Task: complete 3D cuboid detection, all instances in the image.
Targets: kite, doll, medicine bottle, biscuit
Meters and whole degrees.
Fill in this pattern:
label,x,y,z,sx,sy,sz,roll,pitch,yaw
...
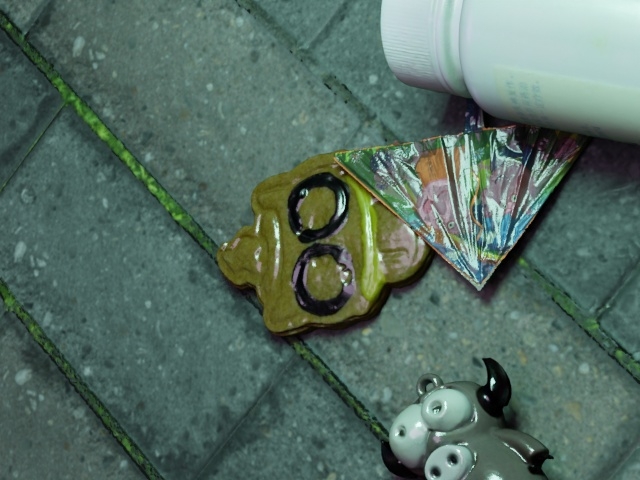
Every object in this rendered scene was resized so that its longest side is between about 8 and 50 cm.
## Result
label,x,y,z,sx,sy,sz,roll,pitch,yaw
kite,0.163,-0.057,1.829,0.321,0.016,0.234,-8,77,22
doll,0.160,0.250,1.737,0.182,0.117,0.257,-39,66,25
medicine bottle,0.267,-0.216,1.704,0.378,0.213,0.214,14,88,31
biscuit,0.000,0.000,1.924,0.290,0.041,0.208,-13,73,28
